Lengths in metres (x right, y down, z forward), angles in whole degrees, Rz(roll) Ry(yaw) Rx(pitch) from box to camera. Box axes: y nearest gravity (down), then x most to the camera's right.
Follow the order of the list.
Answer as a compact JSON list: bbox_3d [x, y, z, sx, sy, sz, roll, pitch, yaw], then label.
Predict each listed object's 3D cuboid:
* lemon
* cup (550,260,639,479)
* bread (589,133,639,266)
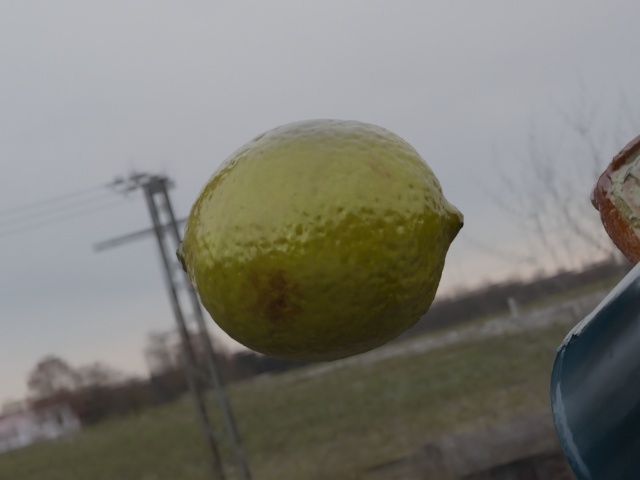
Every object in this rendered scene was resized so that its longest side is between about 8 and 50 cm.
[{"bbox_3d":[-0.001,0.001,1.615,0.267,0.267,0.267,-17,-8,-2],"label":"lemon"},{"bbox_3d":[0.348,0.087,1.084,0.242,0.308,0.292,-18,-27,-37],"label":"cup"},{"bbox_3d":[0.398,-0.020,1.657,0.123,0.244,0.190,15,-56,-49],"label":"bread"}]
